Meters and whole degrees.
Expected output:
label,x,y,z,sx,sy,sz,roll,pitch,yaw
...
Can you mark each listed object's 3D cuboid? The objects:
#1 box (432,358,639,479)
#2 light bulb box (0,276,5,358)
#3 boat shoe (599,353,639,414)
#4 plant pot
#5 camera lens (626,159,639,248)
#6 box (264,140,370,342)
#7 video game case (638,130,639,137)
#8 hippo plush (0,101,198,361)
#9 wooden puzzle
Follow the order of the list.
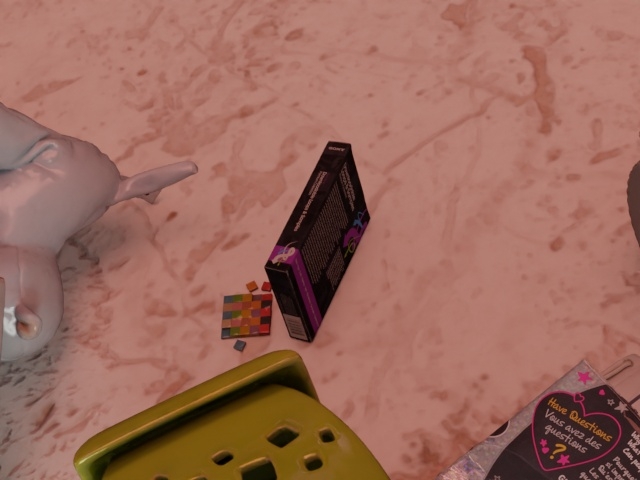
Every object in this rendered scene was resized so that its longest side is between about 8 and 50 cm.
label,x,y,z,sx,sy,sz,roll,pitch,yaw
box,0.208,0.219,0.899,0.142,0.247,0.163,-38,54,-1
light bulb box,-0.476,0.189,1.032,0.358,0.225,0.361,0,80,12
boat shoe,0.194,0.182,1.061,0.258,0.095,0.084,-26,46,-21
plant pot,-0.056,0.232,0.990,0.228,0.227,0.207,-25,45,-7
camera lens,0.435,-0.043,1.091,0.274,0.219,0.219,-27,51,-9
box,0.000,0.000,1.225,0.029,0.116,0.162,13,55,23
video game case,0.430,-0.170,1.173,0.204,0.285,0.025,-27,83,-9
hippo plush,-0.323,0.006,1.276,0.294,0.234,0.236,20,70,-23
wooden puzzle,-0.073,0.073,1.253,0.049,0.006,0.083,-5,51,9
